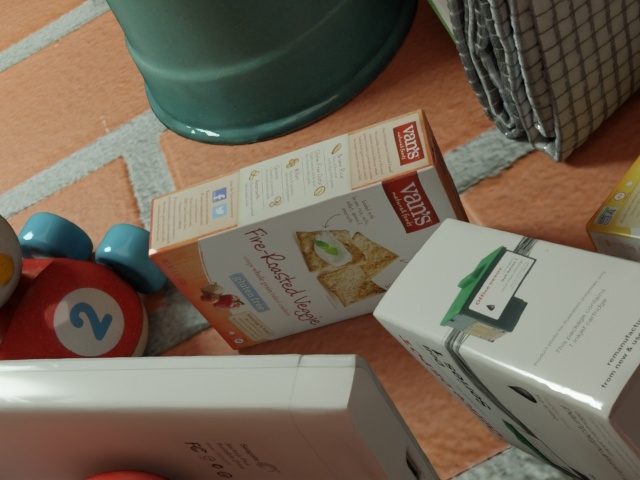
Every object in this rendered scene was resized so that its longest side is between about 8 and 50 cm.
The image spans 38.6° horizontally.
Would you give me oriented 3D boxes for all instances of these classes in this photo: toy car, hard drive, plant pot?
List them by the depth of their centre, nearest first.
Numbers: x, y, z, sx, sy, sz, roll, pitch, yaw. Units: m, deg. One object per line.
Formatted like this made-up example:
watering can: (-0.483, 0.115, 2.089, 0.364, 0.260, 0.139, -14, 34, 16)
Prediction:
hard drive: (-0.104, 0.153, 0.623, 0.353, 0.233, 0.047, -5, 51, 23)
toy car: (-0.286, 0.038, 0.798, 0.210, 0.238, 0.219, 8, 60, 30)
plant pot: (-0.112, -0.336, 0.936, 0.341, 0.334, 0.341, -14, 50, 17)

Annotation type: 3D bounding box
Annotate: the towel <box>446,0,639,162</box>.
towel: (0.209, -0.238, 0.737, 0.235, 0.284, 0.121, -41, 47, -9)

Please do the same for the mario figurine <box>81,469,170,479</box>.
mario figurine: (-0.149, 0.293, 0.532, 0.170, 0.198, 0.321, 19, 87, 22)

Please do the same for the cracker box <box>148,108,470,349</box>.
cracker box: (0.000, 0.000, 0.743, 0.232, 0.156, 0.067, -18, 50, 14)

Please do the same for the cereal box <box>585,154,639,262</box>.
cereal box: (0.332, -0.035, 0.632, 0.173, 0.047, 0.240, -48, 33, -22)

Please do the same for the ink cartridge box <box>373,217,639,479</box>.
ink cartridge box: (0.156, 0.081, 0.557, 0.092, 0.160, 0.219, -50, 26, -12)

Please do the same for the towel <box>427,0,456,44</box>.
towel: (0.220, -0.342, 0.873, 0.325, 0.248, 0.038, -35, 5, -3)
